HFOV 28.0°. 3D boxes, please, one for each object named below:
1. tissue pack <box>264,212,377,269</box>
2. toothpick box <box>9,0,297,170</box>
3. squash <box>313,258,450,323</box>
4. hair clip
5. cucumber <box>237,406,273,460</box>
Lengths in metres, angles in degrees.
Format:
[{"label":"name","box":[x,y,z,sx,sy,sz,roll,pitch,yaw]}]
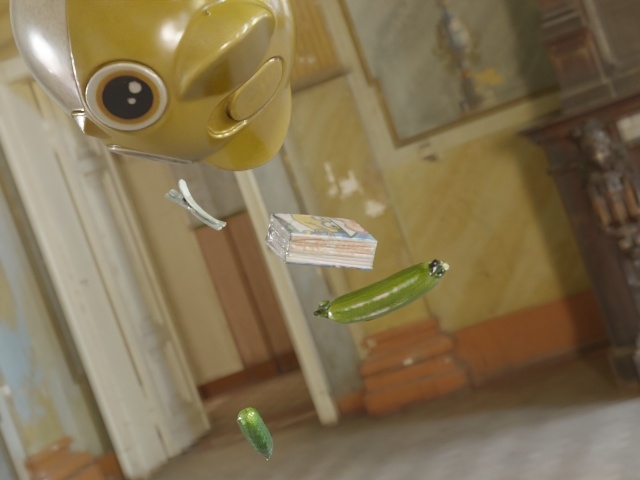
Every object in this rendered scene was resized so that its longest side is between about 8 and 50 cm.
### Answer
[{"label":"tissue pack","box":[0.000,0.000,2.082,0.155,0.065,0.115,4,18,-21]},{"label":"toothpick box","box":[-0.251,-0.324,2.025,0.409,0.425,0.409,-40,-27,-25]},{"label":"squash","box":[0.131,0.108,2.538,0.318,0.071,0.080,-23,-9,29]},{"label":"hair clip","box":[-0.211,-0.060,2.205,0.039,0.115,0.030,-56,-5,35]},{"label":"cucumber","box":[-0.092,0.271,1.809,0.037,0.037,0.155,-20,-34,-1]}]
